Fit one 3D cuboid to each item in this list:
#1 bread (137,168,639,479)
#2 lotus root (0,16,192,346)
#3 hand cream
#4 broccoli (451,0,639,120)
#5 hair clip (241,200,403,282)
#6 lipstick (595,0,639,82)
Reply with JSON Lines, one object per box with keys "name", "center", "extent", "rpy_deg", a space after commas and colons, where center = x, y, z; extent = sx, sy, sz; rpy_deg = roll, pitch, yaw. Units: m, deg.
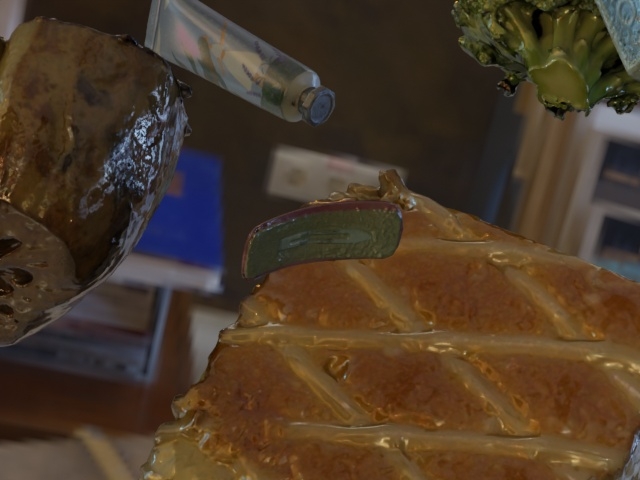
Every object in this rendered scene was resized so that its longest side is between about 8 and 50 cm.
{"name": "bread", "center": [0.105, 0.186, 1.703], "extent": [0.390, 0.279, 0.371], "rpy_deg": [23, 64, 22]}
{"name": "lotus root", "center": [-0.287, -0.066, 1.790], "extent": [0.316, 0.316, 0.250], "rpy_deg": [14, 52, 0]}
{"name": "hand cream", "center": [-0.087, -0.182, 1.967], "extent": [0.055, 0.088, 0.256], "rpy_deg": [-19, 40, -41]}
{"name": "broccoli", "center": [0.255, -0.197, 1.916], "extent": [0.176, 0.198, 0.226], "rpy_deg": [-26, 85, -41]}
{"name": "hair clip", "center": [0.000, -0.001, 1.518], "extent": [0.137, 0.054, 0.022], "rpy_deg": [-10, 35, -24]}
{"name": "lipstick", "center": [0.182, -0.211, 1.184], "extent": [0.076, 0.077, 0.290], "rpy_deg": [24, 40, -43]}
